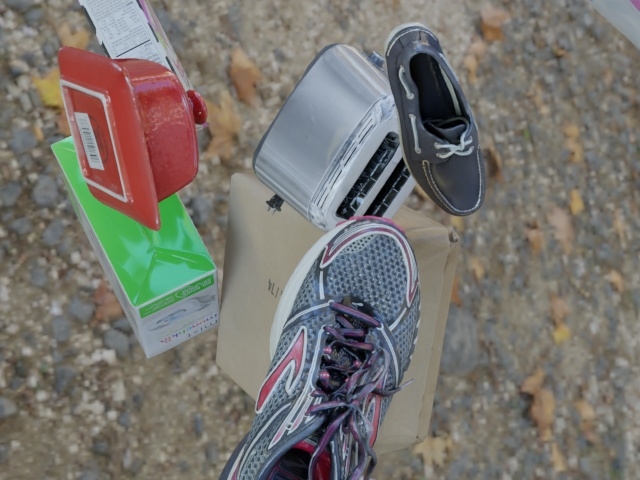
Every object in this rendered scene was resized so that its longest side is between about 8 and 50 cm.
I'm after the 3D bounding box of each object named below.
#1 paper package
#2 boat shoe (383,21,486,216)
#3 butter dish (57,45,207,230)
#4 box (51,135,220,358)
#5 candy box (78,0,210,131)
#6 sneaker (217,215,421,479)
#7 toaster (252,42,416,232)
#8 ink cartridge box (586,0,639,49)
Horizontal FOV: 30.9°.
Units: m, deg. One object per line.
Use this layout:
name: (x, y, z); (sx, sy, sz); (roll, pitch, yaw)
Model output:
paper package: (0.010, 0.086, 1.521); (0.168, 0.325, 0.309); (-4, 110, -31)
boat shoe: (0.111, -0.103, 1.096); (0.065, 0.075, 0.206); (-108, 177, -64)
butter dish: (-0.161, -0.109, 1.082); (0.118, 0.160, 0.160); (-23, 117, -29)
box: (-0.245, -0.004, 1.595); (0.262, 0.127, 0.231); (60, -14, 17)
candy box: (-0.228, -0.241, 1.464); (0.233, 0.071, 0.159); (64, 2, -1)
sneaker: (0.011, 0.121, 0.884); (0.121, 0.112, 0.299); (21, 75, -8)
toaster: (0.026, -0.098, 1.300); (0.129, 0.146, 0.227); (25, 103, -44)
ink cartridge box: (0.349, -0.314, 1.184); (0.324, 0.071, 0.330); (50, -8, 23)
